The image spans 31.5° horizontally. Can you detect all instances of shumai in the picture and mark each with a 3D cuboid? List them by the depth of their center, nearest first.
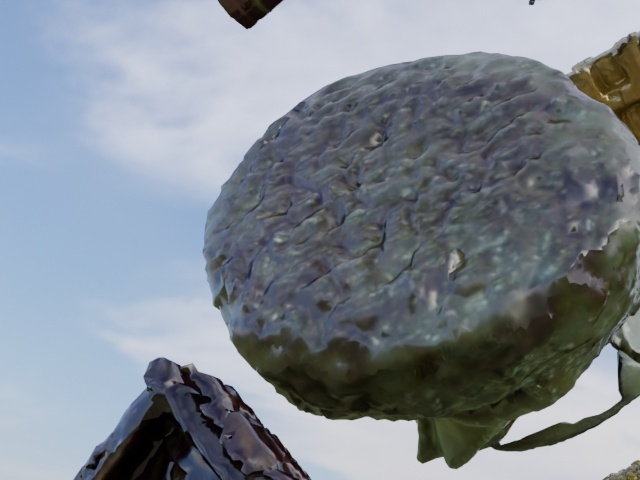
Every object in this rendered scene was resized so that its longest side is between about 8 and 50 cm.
[{"bbox_3d":[0.111,0.055,0.990,0.395,0.395,0.348,-1,-42,26],"label":"shumai"}]

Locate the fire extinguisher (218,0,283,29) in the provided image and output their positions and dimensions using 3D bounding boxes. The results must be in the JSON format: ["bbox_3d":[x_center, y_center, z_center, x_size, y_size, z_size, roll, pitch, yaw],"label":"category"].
[{"bbox_3d":[-0.008,-0.222,0.845,0.158,0.064,0.043,-36,-74,15],"label":"fire extinguisher"}]

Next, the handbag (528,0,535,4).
[{"bbox_3d":[0.287,-0.321,1.364,0.111,0.047,0.072,-30,-12,-5],"label":"handbag"}]

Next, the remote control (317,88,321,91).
[{"bbox_3d":[0.001,0.000,1.288,0.050,0.344,0.145,7,11,4],"label":"remote control"}]

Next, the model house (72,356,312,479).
[{"bbox_3d":[-0.018,0.235,0.535,0.297,0.282,0.317,-12,-43,21],"label":"model house"}]

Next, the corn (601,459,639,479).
[{"bbox_3d":[0.389,0.229,1.115,0.293,0.106,0.106,-28,-25,-1],"label":"corn"}]

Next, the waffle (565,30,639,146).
[{"bbox_3d":[0.533,-0.178,1.506,0.348,0.304,0.077,-28,4,30],"label":"waffle"}]
